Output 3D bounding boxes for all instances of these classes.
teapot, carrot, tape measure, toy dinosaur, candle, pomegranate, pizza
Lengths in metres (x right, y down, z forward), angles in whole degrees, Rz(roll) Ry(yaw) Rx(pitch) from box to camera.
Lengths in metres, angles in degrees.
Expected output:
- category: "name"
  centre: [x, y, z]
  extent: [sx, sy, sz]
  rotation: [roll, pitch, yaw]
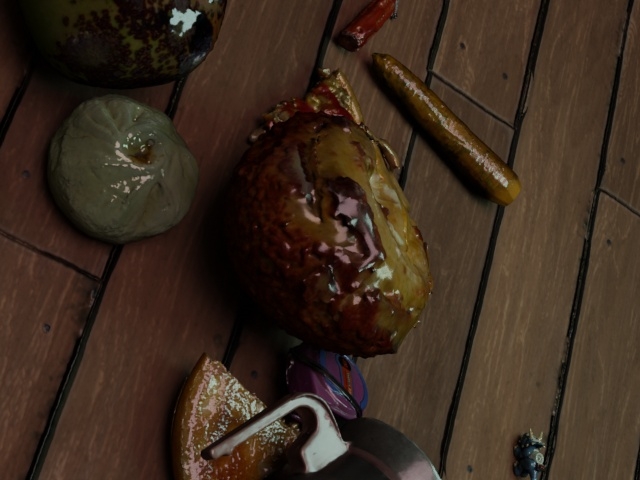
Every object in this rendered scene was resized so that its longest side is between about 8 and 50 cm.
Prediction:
- category: "teapot"
  centre: [-0.035, 0.354, 1.519]
  extent: [0.344, 0.253, 0.300]
  rotation: [-30, 100, -41]
- category: "carrot"
  centre: [0.186, -0.171, 1.976]
  extent: [0.314, 0.066, 0.066]
  rotation: [43, 55, -15]
- category: "tape measure"
  centre: [0.002, 0.192, 1.697]
  extent: [0.125, 0.074, 0.118]
  rotation: [37, 29, -35]
- category: "toy dinosaur"
  centre: [0.313, 0.322, 1.916]
  extent: [0.030, 0.047, 0.083]
  rotation: [19, 63, -32]
- category: "candle"
  centre: [0.083, -0.335, 1.962]
  extent: [0.048, 0.053, 0.162]
  rotation: [55, 50, -16]
- category: "pomegranate"
  centre: [-0.213, -0.338, 1.559]
  extent: [0.285, 0.340, 0.285]
  rotation: [16, 62, -33]
- category: "pizza"
  centre: [-0.106, 0.258, 1.625]
  extent: [0.193, 0.053, 0.201]
  rotation: [21, 69, -30]
- category: "pizza"
  centre: [-0.010, -0.157, 1.828]
  extent: [0.198, 0.062, 0.188]
  rotation: [-10, 79, -37]

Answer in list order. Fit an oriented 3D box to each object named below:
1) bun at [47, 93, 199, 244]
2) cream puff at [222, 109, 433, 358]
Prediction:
- category: "bun"
  centre: [-0.236, -0.091, 1.606]
  extent: [0.195, 0.118, 0.195]
  rotation: [15, 65, -36]
- category: "cream puff"
  centre: [-0.002, -0.003, 1.667]
  extent: [0.350, 0.228, 0.350]
  rotation: [58, 18, -31]
